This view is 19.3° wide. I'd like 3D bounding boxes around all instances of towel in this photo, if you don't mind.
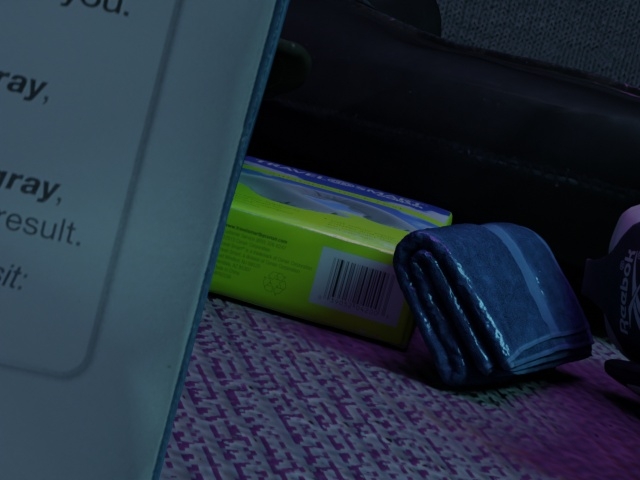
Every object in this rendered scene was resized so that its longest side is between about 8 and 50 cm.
[{"bbox_3d":[0.073,0.023,0.757,0.029,0.067,0.119,-31,-12,25],"label":"towel"}]

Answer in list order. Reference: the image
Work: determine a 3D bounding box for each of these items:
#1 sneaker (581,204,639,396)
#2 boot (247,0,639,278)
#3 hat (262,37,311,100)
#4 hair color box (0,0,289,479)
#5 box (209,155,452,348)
[{"bbox_3d":[0.149,0.034,0.719,0.153,0.094,0.235,19,10,34],"label":"sneaker"},{"bbox_3d":[0.112,-0.075,1.130,0.445,0.146,0.367,16,18,34],"label":"boot"},{"bbox_3d":[-0.131,-0.161,0.799,0.331,0.134,0.331,18,-8,3],"label":"hat"},{"bbox_3d":[-0.085,-0.109,0.385,0.174,0.347,0.105,14,9,-10],"label":"hair color box"},{"bbox_3d":[0.000,0.000,0.844,0.109,0.042,0.178,16,10,5],"label":"box"}]
